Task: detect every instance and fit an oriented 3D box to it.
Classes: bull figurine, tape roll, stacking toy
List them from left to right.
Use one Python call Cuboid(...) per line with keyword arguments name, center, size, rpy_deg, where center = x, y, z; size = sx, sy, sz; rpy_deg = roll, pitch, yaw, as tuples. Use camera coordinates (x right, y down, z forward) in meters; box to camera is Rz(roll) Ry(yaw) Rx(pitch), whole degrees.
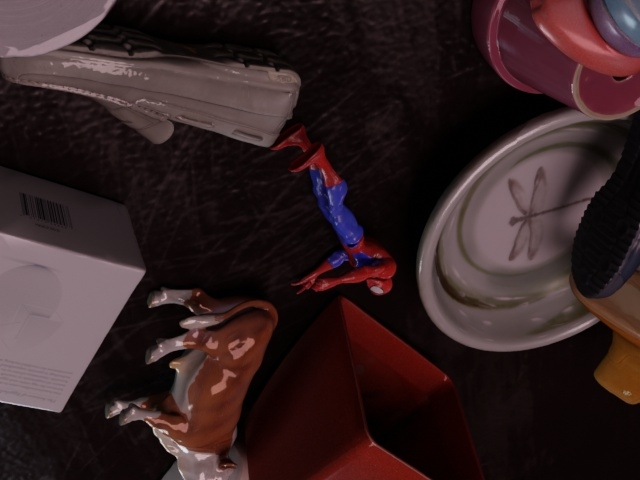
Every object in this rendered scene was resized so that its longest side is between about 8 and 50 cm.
Cuboid(name="tape roll", center=(-0.270, -0.269, 0.849), size=(0.219, 0.072, 0.219), rpy_deg=(-2, 104, -9))
Cuboid(name="bull figurine", center=(-0.166, 0.200, 1.300), size=(0.188, 0.101, 0.310), rpy_deg=(12, 110, -28))
Cuboid(name="stacking toy", center=(0.294, -0.335, 0.926), size=(0.279, 0.130, 0.309), rpy_deg=(34, 67, -15))

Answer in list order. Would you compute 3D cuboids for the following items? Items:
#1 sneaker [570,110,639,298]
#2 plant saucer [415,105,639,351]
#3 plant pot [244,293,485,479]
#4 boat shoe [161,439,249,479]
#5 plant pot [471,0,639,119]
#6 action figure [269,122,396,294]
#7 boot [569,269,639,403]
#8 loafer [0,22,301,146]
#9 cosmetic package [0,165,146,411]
Cuboid(name="sneaker", center=(0.422, -0.055, 1.206), size=(0.131, 0.112, 0.319), rpy_deg=(5, 125, -23))
Cuboid(name="plant saucer", center=(0.301, -0.028, 1.320), size=(0.400, 0.100, 0.400), rpy_deg=(-11, 131, -14))
Cuboid(name="plant pot", center=(0.042, 0.286, 1.355), size=(0.236, 0.267, 0.267), rpy_deg=(-38, 124, 20))
Cuboid(name="boat shoe", center=(-0.177, 0.428, 1.493), size=(0.158, 0.127, 0.340), rpy_deg=(18, 122, -48))
Cuboid(name="plant pot", center=(0.294, -0.234, 1.098), size=(0.201, 0.180, 0.201), rpy_deg=(-12, 130, -15))
Cuboid(name="action figure", center=(0.000, 0.000, 1.226), size=(0.139, 0.091, 0.280), rpy_deg=(-38, 131, 0))
Cuboid(name="boot", center=(0.435, 0.150, 1.386), size=(0.295, 0.104, 0.211), rpy_deg=(25, 147, -7))
Cuboid(name="loafer", center=(-0.172, -0.152, 1.015), size=(0.319, 0.112, 0.111), rpy_deg=(5, 116, -27))
Cuboid(name="cosmetic package", center=(-0.351, 0.050, 1.085), size=(0.224, 0.138, 0.225), rpy_deg=(19, 116, -33))
